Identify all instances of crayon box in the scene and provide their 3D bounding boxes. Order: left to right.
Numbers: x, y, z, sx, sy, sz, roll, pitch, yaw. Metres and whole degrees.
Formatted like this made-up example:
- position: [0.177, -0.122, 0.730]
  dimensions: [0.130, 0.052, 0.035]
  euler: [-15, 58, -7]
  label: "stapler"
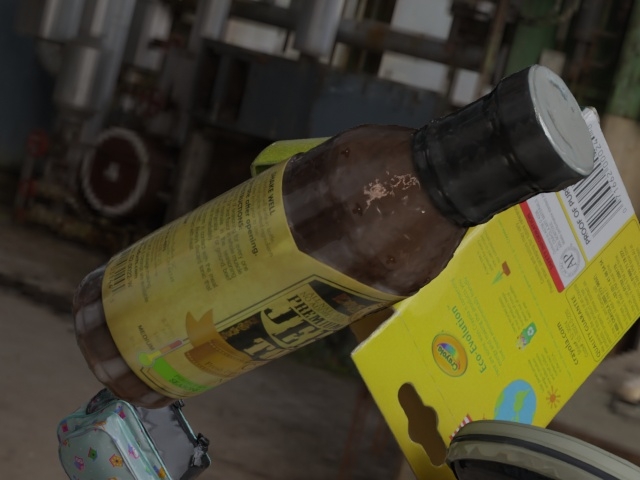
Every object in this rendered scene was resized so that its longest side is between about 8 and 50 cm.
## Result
- position: [0.142, 0.057, 1.171]
  dimensions: [0.318, 0.202, 0.081]
  euler: [-43, 31, -27]
  label: "crayon box"

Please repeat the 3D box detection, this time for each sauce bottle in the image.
- position: [0.000, 0.000, 0.854]
  dimensions: [0.344, 0.111, 0.111]
  euler: [-27, -19, 31]
  label: "sauce bottle"

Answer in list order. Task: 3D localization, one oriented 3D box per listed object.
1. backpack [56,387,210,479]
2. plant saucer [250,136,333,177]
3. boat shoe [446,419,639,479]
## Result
- position: [-0.262, 0.278, 1.864]
  dimensions: [0.188, 0.166, 0.144]
  euler: [-17, 17, 50]
  label: "backpack"
- position: [0.014, -0.078, 1.726]
  dimensions: [0.188, 0.045, 0.188]
  euler: [-4, -23, 1]
  label: "plant saucer"
- position: [0.242, 0.255, 0.889]
  dimensions: [0.187, 0.156, 0.500]
  euler: [34, -4, -42]
  label: "boat shoe"
